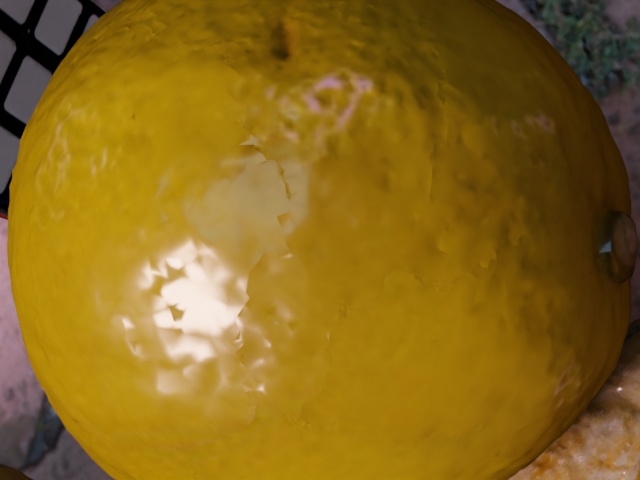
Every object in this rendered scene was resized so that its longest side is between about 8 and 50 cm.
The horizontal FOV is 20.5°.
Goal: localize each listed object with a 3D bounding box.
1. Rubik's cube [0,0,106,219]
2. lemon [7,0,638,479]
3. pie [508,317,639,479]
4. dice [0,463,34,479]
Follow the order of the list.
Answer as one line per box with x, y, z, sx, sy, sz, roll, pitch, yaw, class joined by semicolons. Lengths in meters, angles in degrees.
-0.260;-0.121;1.196;0.160;0.163;0.162;18;83;25;Rubik's cube
0.000;0.000;0.967;0.348;0.348;0.348;-7;70;19;lemon
0.139;0.162;1.001;0.128;0.068;0.282;41;93;28;pie
-0.232;0.277;1.013;0.238;0.227;0.233;-37;62;7;dice
